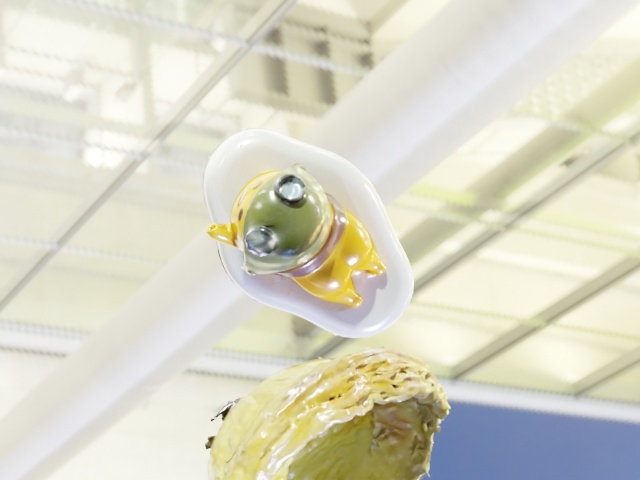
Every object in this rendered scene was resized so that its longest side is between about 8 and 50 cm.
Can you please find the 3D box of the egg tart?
[{"bbox_3d":[-0.005,0.155,1.070,0.213,0.212,0.090,-9,-142,-39],"label":"egg tart"}]

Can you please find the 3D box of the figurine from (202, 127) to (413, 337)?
[{"bbox_3d":[0.000,0.000,1.431,0.250,0.141,0.166,35,-93,-12],"label":"figurine"}]
